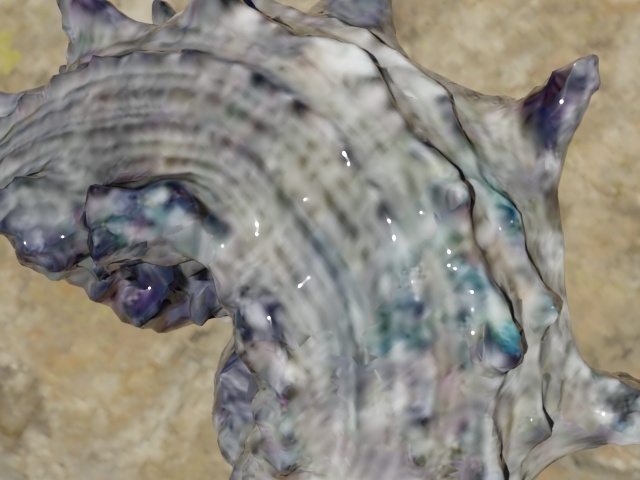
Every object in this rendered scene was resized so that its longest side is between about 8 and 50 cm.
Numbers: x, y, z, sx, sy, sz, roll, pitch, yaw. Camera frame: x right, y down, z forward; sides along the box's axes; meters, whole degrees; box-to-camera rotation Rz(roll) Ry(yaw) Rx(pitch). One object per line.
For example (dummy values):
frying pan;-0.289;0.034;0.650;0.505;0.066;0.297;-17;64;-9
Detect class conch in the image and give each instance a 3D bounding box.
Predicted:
conch;-0.006;0.011;0.648;0.313;0.241;0.186;32;57;16
